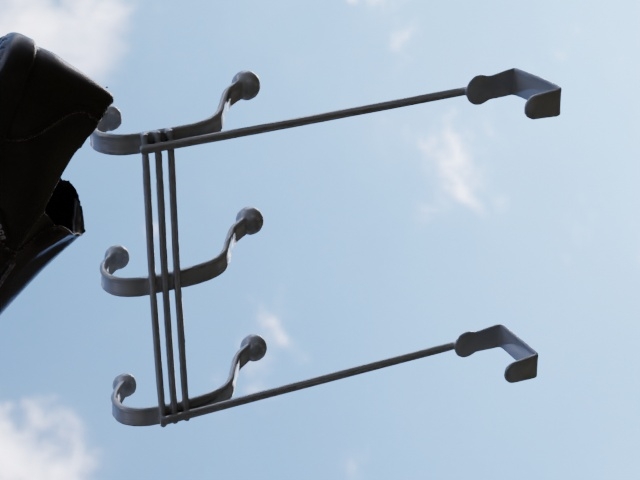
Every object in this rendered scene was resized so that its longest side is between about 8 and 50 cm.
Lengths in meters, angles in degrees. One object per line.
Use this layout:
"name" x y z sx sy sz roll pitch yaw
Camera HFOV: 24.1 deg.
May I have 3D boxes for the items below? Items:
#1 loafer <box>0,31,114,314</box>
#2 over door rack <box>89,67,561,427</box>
"loafer" -0.170 -0.005 0.830 0.080 0.078 0.220 -97 27 -55
"over door rack" 0.000 0.000 1.092 0.324 0.108 0.240 -7 -62 -11
